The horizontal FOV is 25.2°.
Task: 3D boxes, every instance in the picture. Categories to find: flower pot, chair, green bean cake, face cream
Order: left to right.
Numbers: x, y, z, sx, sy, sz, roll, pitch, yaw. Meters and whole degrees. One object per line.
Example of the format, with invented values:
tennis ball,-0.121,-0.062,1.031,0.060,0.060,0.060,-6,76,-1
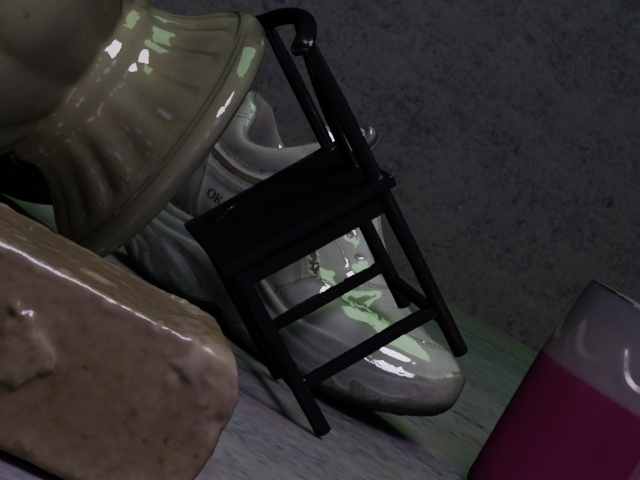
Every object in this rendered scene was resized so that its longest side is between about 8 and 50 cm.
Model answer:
green bean cake,-0.130,0.040,0.632,0.179,0.085,0.109,30,2,-20
flower pot,-0.196,-0.132,0.968,0.244,0.307,0.307,38,1,-17
chair,-0.017,-0.018,1.017,0.260,0.141,0.154,63,-8,-19
face cream,0.235,0.153,1.121,0.175,0.195,0.175,31,4,-3

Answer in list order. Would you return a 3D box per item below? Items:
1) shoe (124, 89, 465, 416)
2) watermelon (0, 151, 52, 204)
shoe,0.000,0.000,1.213,0.342,0.210,0.132,32,4,25
watermelon,-0.280,-0.103,1.196,0.193,0.145,0.137,60,21,-30
